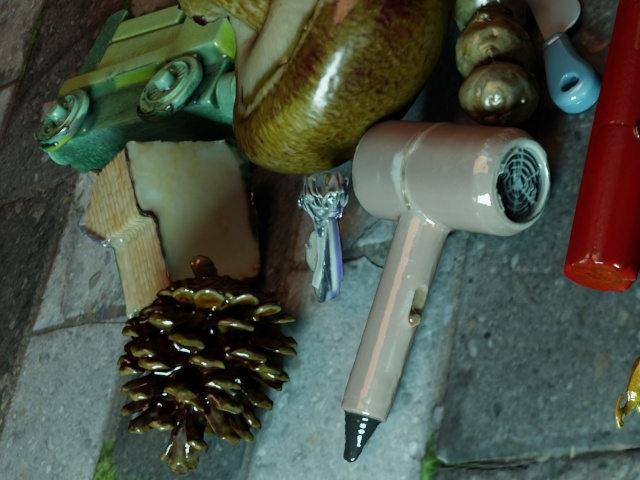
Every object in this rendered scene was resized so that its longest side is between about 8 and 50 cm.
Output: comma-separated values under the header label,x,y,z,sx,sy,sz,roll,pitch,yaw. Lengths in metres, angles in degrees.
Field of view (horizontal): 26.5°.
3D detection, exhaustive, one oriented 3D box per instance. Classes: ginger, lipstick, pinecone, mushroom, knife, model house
label,x,y,z,sx,sy,sz,roll,pitch,yaw
ginger,0.173,-0.190,1.363,0.080,0.104,0.204,-11,51,14
lipstick,0.275,-0.093,1.210,0.073,0.073,0.279,-6,61,45
pinecone,-0.123,0.131,1.403,0.169,0.186,0.212,32,106,39
mushroom,-0.020,-0.237,1.458,0.345,0.260,0.345,-162,90,-72
knife,0.241,-0.218,1.378,0.058,0.032,0.244,-37,37,29
model house,-0.179,-0.006,1.575,0.172,0.166,0.182,-29,70,48

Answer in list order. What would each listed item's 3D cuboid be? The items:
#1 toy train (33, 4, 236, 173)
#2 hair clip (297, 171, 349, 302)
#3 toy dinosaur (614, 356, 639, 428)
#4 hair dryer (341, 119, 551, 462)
label,x,y,z,sx,sy,sz,roll,pitch,yaw
toy train,-0.196,-0.198,1.743,0.397,0.160,0.253,-9,51,44
hair clip,0.000,0.000,1.395,0.049,0.172,0.116,3,49,0
toy dinosaur,0.269,0.105,1.100,0.026,0.041,0.113,15,71,55
hair dryer,0.093,0.052,1.306,0.189,0.107,0.344,10,81,49
